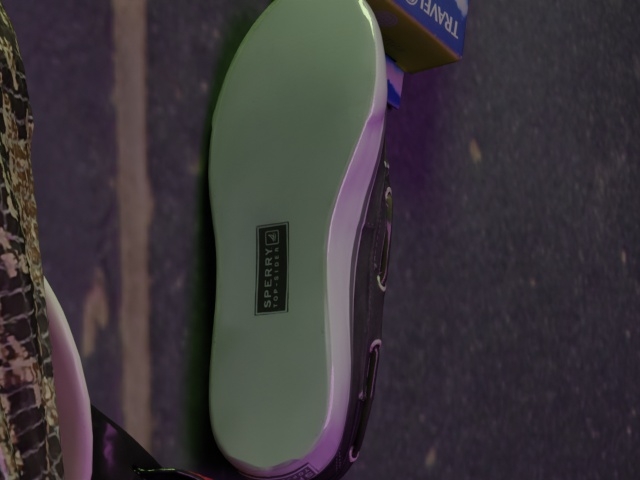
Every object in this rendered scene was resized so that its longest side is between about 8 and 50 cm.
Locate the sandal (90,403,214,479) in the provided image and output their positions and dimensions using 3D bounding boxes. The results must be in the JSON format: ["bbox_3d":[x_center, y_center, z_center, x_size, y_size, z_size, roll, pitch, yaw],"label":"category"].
[{"bbox_3d":[-0.058,0.120,0.671,0.179,0.040,0.067,45,50,-36],"label":"sandal"}]

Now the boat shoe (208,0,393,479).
[{"bbox_3d":[0.000,0.000,0.747,0.076,0.080,0.229,38,50,-62],"label":"boat shoe"}]

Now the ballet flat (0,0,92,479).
[{"bbox_3d":[-0.124,0.129,0.517,0.182,0.164,0.483,22,62,-69],"label":"ballet flat"}]

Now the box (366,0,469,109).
[{"bbox_3d":[0.034,-0.170,0.846,0.109,0.042,0.178,31,59,-43],"label":"box"}]
